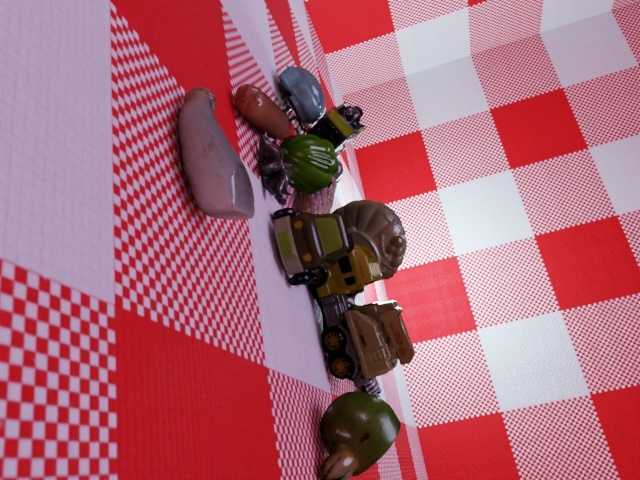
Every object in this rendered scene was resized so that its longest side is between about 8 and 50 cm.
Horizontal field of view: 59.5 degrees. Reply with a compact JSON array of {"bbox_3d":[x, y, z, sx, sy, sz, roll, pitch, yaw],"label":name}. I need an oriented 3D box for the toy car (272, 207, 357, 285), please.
[{"bbox_3d":[0.000,0.000,1.470,0.248,0.198,0.204,14,61,-78],"label":"toy car"}]

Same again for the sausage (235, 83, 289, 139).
[{"bbox_3d":[-0.148,-0.333,1.479,0.289,0.086,0.086,21,55,-78],"label":"sausage"}]

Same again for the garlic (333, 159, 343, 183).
[{"bbox_3d":[0.018,-0.237,2.134,0.131,0.127,0.194,64,35,-59],"label":"garlic"}]

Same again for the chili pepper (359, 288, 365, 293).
[{"bbox_3d":[0.112,0.126,2.187,0.100,0.074,0.257,-89,160,-54],"label":"chili pepper"}]

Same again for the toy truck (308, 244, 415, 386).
[{"bbox_3d":[0.111,0.208,1.639,0.181,0.254,0.405,11,62,-73],"label":"toy truck"}]

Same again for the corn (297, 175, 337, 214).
[{"bbox_3d":[-0.016,-0.121,1.771,0.335,0.127,0.126,-82,155,-59],"label":"corn"}]

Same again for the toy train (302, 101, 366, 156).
[{"bbox_3d":[0.033,-0.353,1.899,0.134,0.261,0.177,48,43,-4],"label":"toy train"}]

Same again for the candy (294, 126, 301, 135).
[{"bbox_3d":[-0.035,-0.268,2.019,0.093,0.092,0.335,85,-15,-71],"label":"candy"}]

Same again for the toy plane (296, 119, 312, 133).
[{"bbox_3d":[-0.062,-0.480,2.181,0.130,0.061,0.189,63,12,-45],"label":"toy plane"}]

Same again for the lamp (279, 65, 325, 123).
[{"bbox_3d":[-0.062,-0.503,1.966,0.209,0.147,0.284,60,17,-30],"label":"lamp"}]

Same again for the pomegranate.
[{"bbox_3d":[0.066,0.468,1.341,0.159,0.241,0.190,42,-16,5],"label":"pomegranate"}]

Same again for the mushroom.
[{"bbox_3d":[-0.195,-0.162,0.985,0.118,0.103,0.270,38,33,-72],"label":"mushroom"}]

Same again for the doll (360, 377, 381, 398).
[{"bbox_3d":[0.146,0.460,1.880,0.219,0.067,0.091,53,37,-29],"label":"doll"}]

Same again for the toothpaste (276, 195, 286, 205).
[{"bbox_3d":[-0.113,-0.122,1.547,0.083,0.019,0.027,53,41,-53],"label":"toothpaste"}]

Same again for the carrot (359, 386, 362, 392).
[{"bbox_3d":[0.156,0.482,2.011,0.170,0.042,0.042,-88,160,-56],"label":"carrot"}]

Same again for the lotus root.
[{"bbox_3d":[-0.064,-0.236,1.624,0.186,0.186,0.186,-15,90,-79],"label":"lotus root"}]

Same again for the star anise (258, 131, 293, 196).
[{"bbox_3d":[-0.126,-0.199,1.467,0.180,0.061,0.204,44,32,-68],"label":"star anise"}]

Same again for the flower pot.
[{"bbox_3d":[0.133,0.026,1.915,0.244,0.308,0.307,-45,120,-59],"label":"flower pot"}]

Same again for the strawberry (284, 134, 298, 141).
[{"bbox_3d":[-0.068,-0.277,1.809,0.145,0.086,0.145,-13,90,-78],"label":"strawberry"}]
